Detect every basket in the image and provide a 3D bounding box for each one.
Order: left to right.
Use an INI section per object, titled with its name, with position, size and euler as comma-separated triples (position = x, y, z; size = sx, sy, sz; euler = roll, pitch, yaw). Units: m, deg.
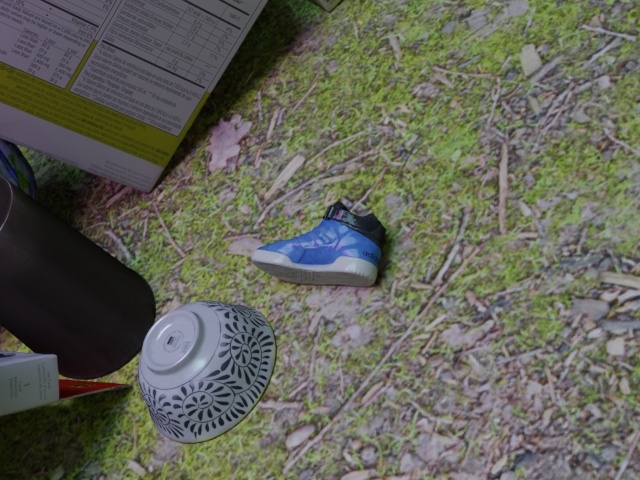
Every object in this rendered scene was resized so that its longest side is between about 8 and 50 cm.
[basket]
position = -0.333, 0.037, 1.536
size = 0.204, 0.227, 0.154
euler = 21, 72, 45

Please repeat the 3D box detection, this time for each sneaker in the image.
[sneaker]
position = 0.000, 0.000, 1.439
size = 0.152, 0.058, 0.084
euler = 3, 65, 33

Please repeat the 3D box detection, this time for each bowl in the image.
[bowl]
position = -0.140, 0.126, 1.433
size = 0.170, 0.080, 0.170
euler = -20, 49, 24

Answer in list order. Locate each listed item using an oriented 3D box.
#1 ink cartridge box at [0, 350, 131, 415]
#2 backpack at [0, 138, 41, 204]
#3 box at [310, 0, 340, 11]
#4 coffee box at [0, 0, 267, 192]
[ink cartridge box]
position = -0.392, 0.149, 1.493
size = 0.275, 0.239, 0.060
euler = -1, 94, 36
[backpack]
position = -0.518, -0.004, 1.682
size = 0.355, 0.290, 0.273
euler = -40, -3, -19
[box]
position = -0.067, -0.440, 1.696
size = 0.117, 0.243, 0.213
euler = -47, 42, -4
[coffee box]
position = -0.325, -0.317, 1.664
size = 0.334, 0.338, 0.337
euler = -57, 43, 13
